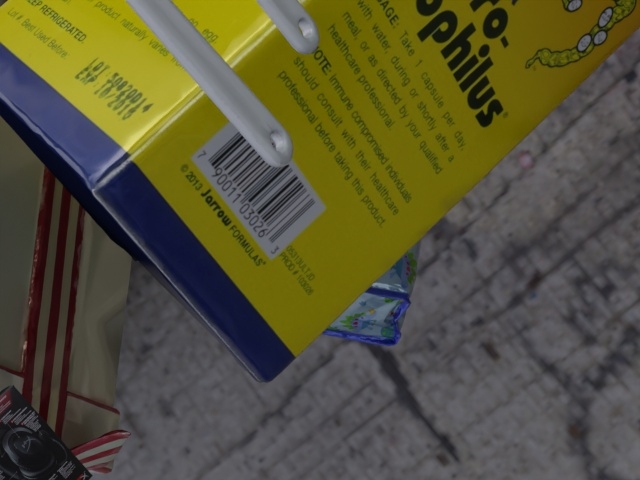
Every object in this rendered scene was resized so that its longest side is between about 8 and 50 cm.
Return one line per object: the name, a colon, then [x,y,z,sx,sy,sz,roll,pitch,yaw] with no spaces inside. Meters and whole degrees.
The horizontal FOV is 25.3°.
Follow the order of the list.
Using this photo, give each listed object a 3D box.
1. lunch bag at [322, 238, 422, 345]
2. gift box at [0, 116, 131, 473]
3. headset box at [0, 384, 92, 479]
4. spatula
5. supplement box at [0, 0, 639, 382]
lunch bag: [0.000,0.000,1.096,0.151,0.128,0.096,11,147,-1]
gift box: [-0.268,0.047,0.977,0.276,0.255,0.258,-2,73,26]
headset box: [-0.186,0.132,0.842,0.083,0.062,0.032,49,135,-8]
spatula: [-0.062,-0.157,0.553,0.019,0.168,0.242,-17,128,39]
supplement box: [0.004,-0.131,0.840,0.194,0.356,0.195,39,170,45]
